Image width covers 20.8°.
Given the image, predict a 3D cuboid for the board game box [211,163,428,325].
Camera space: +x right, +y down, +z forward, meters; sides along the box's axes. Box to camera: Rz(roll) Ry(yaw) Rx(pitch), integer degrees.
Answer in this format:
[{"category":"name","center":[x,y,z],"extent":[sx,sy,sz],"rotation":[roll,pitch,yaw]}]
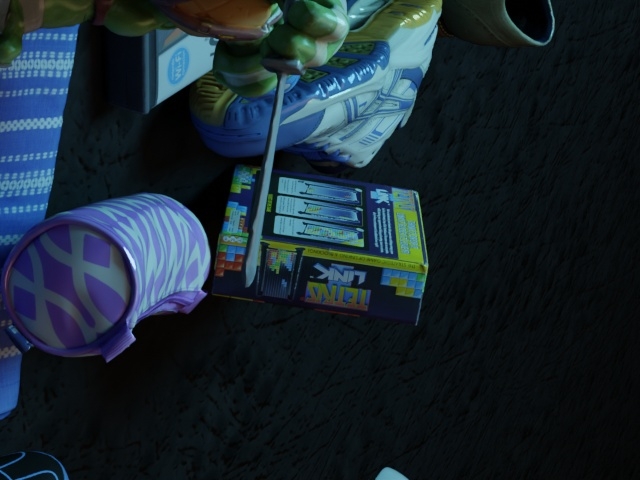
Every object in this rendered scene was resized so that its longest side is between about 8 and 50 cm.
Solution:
[{"category":"board game box","center":[0.000,0.000,1.223],"extent":[0.170,0.141,0.048],"rotation":[-86,-174,-71]}]

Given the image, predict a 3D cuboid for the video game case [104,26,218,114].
[{"category":"video game case","center":[-0.056,-0.251,1.128],"extent":[0.248,0.035,0.275],"rotation":[-40,141,-49]}]

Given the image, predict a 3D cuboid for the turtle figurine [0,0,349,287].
[{"category":"turtle figurine","center":[-0.094,-0.130,0.858],"extent":[0.274,0.197,0.266],"rotation":[-41,130,-20]}]

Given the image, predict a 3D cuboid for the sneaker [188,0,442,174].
[{"category":"sneaker","center":[0.007,-0.097,1.278],"extent":[0.296,0.111,0.131],"rotation":[-34,137,-52]}]

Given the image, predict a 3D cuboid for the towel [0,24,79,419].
[{"category":"towel","center":[-0.212,-0.034,0.953],"extent":[0.243,0.040,0.336],"rotation":[-13,119,-63]}]

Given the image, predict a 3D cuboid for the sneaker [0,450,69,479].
[{"category":"sneaker","center":[-0.226,0.170,1.017],"extent":[0.232,0.081,0.090],"rotation":[-35,145,-51]}]

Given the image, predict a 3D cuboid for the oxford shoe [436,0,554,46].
[{"category":"oxford shoe","center":[0.124,-0.283,1.364],"extent":[0.123,0.130,0.348],"rotation":[-60,154,-22]}]

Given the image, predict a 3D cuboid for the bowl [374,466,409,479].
[{"category":"bowl","center":[0.070,0.316,1.777],"extent":[0.142,0.053,0.142],"rotation":[-61,152,-23]}]

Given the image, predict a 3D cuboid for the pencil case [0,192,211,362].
[{"category":"pencil case","center":[-0.123,0.019,1.056],"extent":[0.086,0.088,0.206],"rotation":[-49,178,12]}]
